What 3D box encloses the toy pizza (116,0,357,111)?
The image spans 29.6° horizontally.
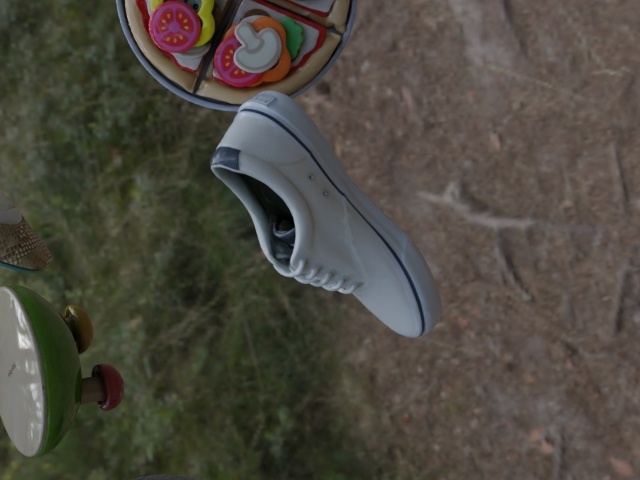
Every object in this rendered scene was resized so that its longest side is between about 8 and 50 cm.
[{"bbox_3d":[-0.068,-0.207,0.996,0.032,0.201,0.201,-128,29,-84],"label":"toy pizza"}]

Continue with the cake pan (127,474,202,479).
[{"bbox_3d":[-0.193,0.386,1.294,0.054,0.293,0.293,16,115,60],"label":"cake pan"}]

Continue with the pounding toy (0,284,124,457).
[{"bbox_3d":[-0.290,0.131,1.316,0.237,0.110,0.183,0,97,59],"label":"pounding toy"}]

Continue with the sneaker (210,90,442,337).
[{"bbox_3d":[0.000,0.000,1.000,0.258,0.091,0.094,49,153,-20],"label":"sneaker"}]

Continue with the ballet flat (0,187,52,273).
[{"bbox_3d":[-0.335,-0.037,1.102,0.073,0.206,0.067,-78,11,-73],"label":"ballet flat"}]
